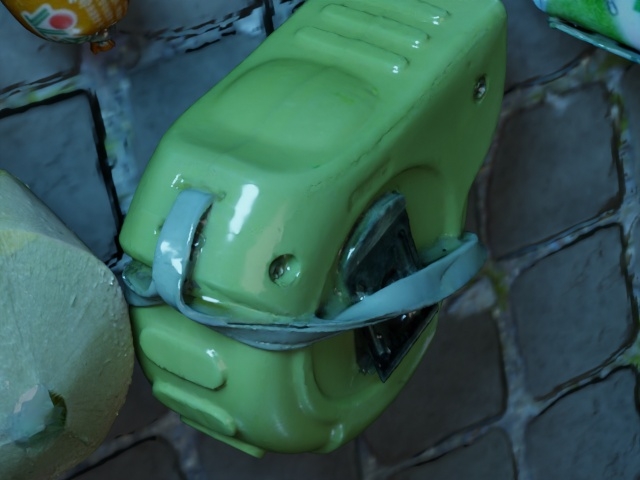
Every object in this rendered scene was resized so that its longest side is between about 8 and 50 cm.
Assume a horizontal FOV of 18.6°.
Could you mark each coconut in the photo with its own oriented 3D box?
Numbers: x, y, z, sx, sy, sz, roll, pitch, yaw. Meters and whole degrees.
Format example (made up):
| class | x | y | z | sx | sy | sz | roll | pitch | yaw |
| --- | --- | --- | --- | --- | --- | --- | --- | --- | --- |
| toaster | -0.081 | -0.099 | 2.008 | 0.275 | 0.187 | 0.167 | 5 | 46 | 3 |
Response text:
| class | x | y | z | sx | sy | sz | roll | pitch | yaw |
| --- | --- | --- | --- | --- | --- | --- | --- | --- | --- |
| coconut | -0.130 | 0.039 | 0.733 | 0.116 | 0.122 | 0.116 | -13 | 118 | -26 |

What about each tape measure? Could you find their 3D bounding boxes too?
| class | x | y | z | sx | sy | sz | roll | pitch | yaw |
| --- | --- | --- | --- | --- | --- | --- | --- | --- | --- |
| tape measure | 0.000 | 0.000 | 0.783 | 0.200 | 0.106 | 0.175 | -46 | 145 | -40 |

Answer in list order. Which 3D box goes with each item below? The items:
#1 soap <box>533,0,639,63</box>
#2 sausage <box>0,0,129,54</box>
| class | x | y | z | sx | sy | sz | roll | pitch | yaw |
| --- | --- | --- | --- | --- | --- | --- | --- | --- | --- |
| soap | 0.208 | -0.123 | 0.783 | 0.077 | 0.293 | 0.156 | -52 | 162 | -45 |
| sausage | -0.152 | -0.198 | 0.655 | 0.053 | 0.053 | 0.348 | -37 | 125 | -12 |
